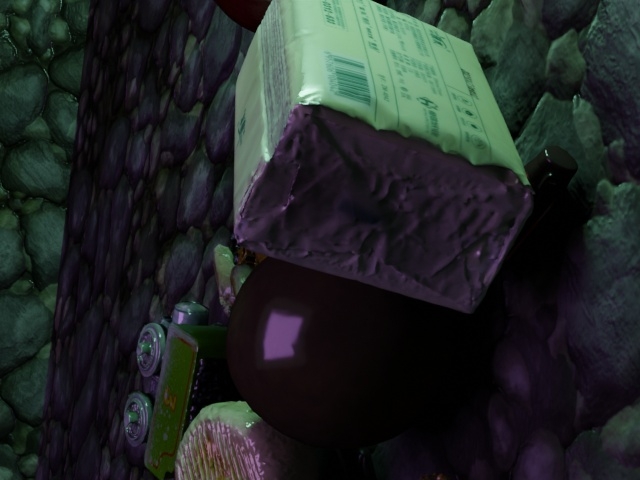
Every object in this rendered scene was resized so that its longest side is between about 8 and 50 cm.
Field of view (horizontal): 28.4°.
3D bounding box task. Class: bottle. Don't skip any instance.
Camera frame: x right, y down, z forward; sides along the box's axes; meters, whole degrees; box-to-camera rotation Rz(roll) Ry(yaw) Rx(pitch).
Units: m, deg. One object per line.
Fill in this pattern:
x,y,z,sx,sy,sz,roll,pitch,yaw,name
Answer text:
0.231,-0.041,1.427,0.164,0.060,0.060,123,145,-43,bottle

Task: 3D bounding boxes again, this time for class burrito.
-0.168,0.070,2.286,0.058,0.045,0.188,-55,31,24,burrito

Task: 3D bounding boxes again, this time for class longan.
0.028,0.122,1.555,0.297,0.297,0.297,-172,90,-66,longan

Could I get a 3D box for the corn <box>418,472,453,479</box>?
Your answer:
0.127,0.393,1.506,0.080,0.080,0.238,-172,89,-66,corn

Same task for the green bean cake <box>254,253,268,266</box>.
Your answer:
0.000,0.000,1.837,0.229,0.131,0.224,-115,38,-46,green bean cake

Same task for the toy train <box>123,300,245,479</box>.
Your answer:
-0.223,0.273,2.216,0.249,0.173,0.307,25,105,56,toy train

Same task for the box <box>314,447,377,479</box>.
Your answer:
-0.019,0.405,1.810,0.359,0.091,0.350,-60,34,40,box

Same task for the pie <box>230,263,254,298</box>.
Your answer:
-0.088,0.145,1.957,0.240,0.054,0.240,160,90,-89,pie

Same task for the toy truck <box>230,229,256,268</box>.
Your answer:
-0.123,0.011,2.201,0.054,0.049,0.083,-54,35,44,toy truck

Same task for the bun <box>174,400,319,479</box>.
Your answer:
-0.095,0.332,1.722,0.244,0.153,0.243,-7,79,40,bun

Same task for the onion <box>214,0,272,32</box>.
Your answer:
-0.064,-0.480,1.850,0.341,0.341,0.341,-172,90,-66,onion

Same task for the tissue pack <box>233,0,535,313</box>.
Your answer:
0.060,-0.121,1.460,0.380,0.297,0.207,-94,27,-59,tissue pack
